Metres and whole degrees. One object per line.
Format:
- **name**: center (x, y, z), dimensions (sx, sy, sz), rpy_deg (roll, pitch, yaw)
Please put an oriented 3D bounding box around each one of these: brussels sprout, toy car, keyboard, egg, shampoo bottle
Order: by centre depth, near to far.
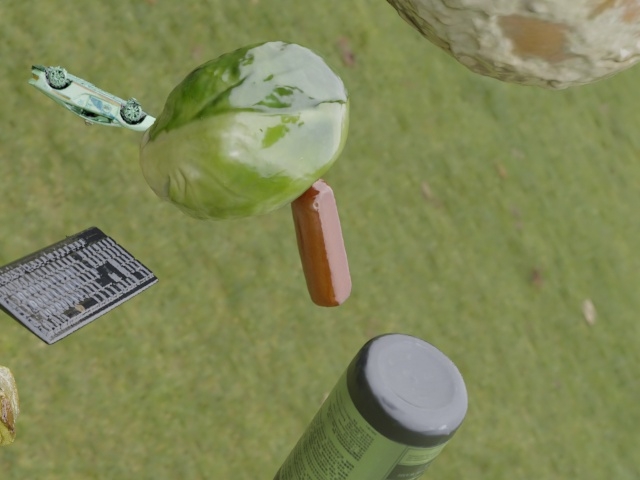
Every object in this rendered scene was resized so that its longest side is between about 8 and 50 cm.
- **egg**: center (0.110, -0.175, 0.745), dimensions (0.233, 0.195, 0.195), rpy_deg (51, 23, -52)
- **keyboard**: center (-0.159, 0.025, 0.978), dimensions (0.063, 0.010, 0.198), rpy_deg (37, 15, 4)
- **brussels sprout**: center (-0.060, -0.088, 1.241), dimensions (0.131, 0.183, 0.145), rpy_deg (63, -2, -9)
- **shampoo bottle**: center (0.020, 0.200, 1.287), dimensions (0.101, 0.284, 0.101), rpy_deg (18, 41, -16)
- **toy car**: center (-0.295, -0.178, 1.992), dimensions (0.186, 0.058, 0.093), rpy_deg (24, 2, -12)

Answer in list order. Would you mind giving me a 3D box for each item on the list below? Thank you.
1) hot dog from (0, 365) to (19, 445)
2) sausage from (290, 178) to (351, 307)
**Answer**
- **hot dog**: center (-0.343, 0.171, 1.559), dimensions (0.169, 0.061, 0.078), rpy_deg (-153, -133, -81)
- **sausage**: center (0.000, 0.000, 1.421), dimensions (0.041, 0.039, 0.131), rpy_deg (-35, 127, -37)
